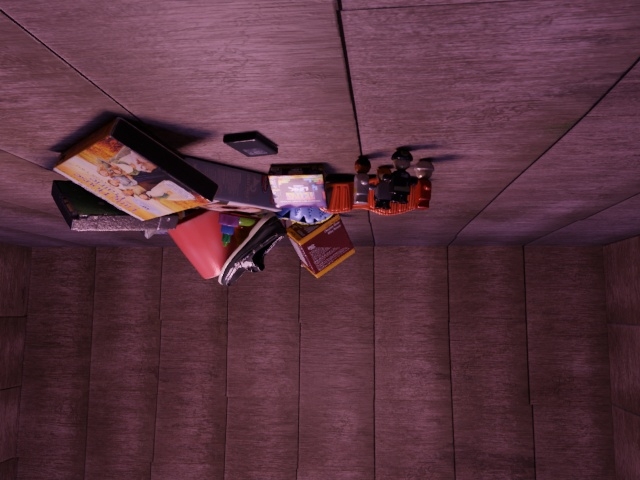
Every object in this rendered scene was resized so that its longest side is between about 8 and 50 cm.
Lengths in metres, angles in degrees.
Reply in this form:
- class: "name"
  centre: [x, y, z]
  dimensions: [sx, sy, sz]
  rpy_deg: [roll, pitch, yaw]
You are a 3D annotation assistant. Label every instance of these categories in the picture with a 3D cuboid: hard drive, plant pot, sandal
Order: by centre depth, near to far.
- class: "hard drive"
  centre: [-0.181, -0.250, 1.433]
  dimensions: [0.094, 0.022, 0.135]
  rpy_deg: [-2, 172, 20]
- class: "hard drive"
  centre: [-0.664, -0.112, 1.774]
  dimensions: [0.339, 0.064, 0.237]
  rpy_deg: [-1, -148, -42]
- class: "sandal"
  centre: [-0.100, -0.128, 2.018]
  dimensions: [0.317, 0.126, 0.138]
  rpy_deg: [-2, 166, 8]
- class: "plant pot"
  centre: [-0.421, -0.002, 2.125]
  dimensions: [0.275, 0.243, 0.275]
  rpy_deg: [-23, -167, 5]

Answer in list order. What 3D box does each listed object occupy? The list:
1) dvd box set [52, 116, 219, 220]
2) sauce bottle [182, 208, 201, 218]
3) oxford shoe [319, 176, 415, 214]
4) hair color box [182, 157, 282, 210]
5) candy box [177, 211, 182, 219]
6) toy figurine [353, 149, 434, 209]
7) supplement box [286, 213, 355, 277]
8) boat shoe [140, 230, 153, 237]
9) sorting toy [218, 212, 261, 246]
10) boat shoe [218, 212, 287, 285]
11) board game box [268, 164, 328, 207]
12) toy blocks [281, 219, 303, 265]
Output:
- class: "dvd box set"
  centre: [-0.511, -0.174, 1.485]
  dimensions: [0.420, 0.062, 0.307]
  rpy_deg: [-7, 146, 47]
- class: "sauce bottle"
  centre: [-0.457, -0.092, 2.359]
  dimensions: [0.111, 0.111, 0.344]
  rpy_deg: [-6, 169, 42]
- class: "oxford shoe"
  centre: [0.163, -0.163, 1.842]
  dimensions: [0.364, 0.130, 0.133]
  rpy_deg: [2, -163, -5]
- class: "hair color box"
  centre: [-0.321, -0.164, 1.757]
  dimensions: [0.374, 0.113, 0.185]
  rpy_deg: [7, 172, -44]
- class: "candy box"
  centre: [-0.608, -0.136, 2.022]
  dimensions: [0.187, 0.109, 0.053]
  rpy_deg: [5, 171, -26]
- class: "toy figurine"
  centre: [0.208, -0.172, 1.585]
  dimensions: [0.209, 0.148, 0.213]
  rpy_deg: [2, 178, 40]
- class: "supplement box"
  centre: [0.000, 0.000, 2.134]
  dimensions: [0.191, 0.194, 0.129]
  rpy_deg: [-35, -145, -12]
- class: "boat shoe"
  centre: [-0.760, -0.093, 2.391]
  dimensions: [0.091, 0.114, 0.302]
  rpy_deg: [40, 149, -4]
- class: "sorting toy"
  centre: [-0.296, -0.030, 1.920]
  dimensions: [0.127, 0.126, 0.365]
  rpy_deg: [11, -176, 2]
- class: "boat shoe"
  centre: [-0.239, 0.059, 1.988]
  dimensions: [0.113, 0.340, 0.127]
  rpy_deg: [43, -169, 14]
- class: "board game box"
  centre: [-0.068, -0.167, 1.710]
  dimensions: [0.170, 0.048, 0.141]
  rpy_deg: [-1, 137, 9]
- class: "toy blocks"
  centre: [-0.076, -0.009, 2.376]
  dimensions: [0.309, 0.260, 0.288]
  rpy_deg: [-1, 173, 8]
